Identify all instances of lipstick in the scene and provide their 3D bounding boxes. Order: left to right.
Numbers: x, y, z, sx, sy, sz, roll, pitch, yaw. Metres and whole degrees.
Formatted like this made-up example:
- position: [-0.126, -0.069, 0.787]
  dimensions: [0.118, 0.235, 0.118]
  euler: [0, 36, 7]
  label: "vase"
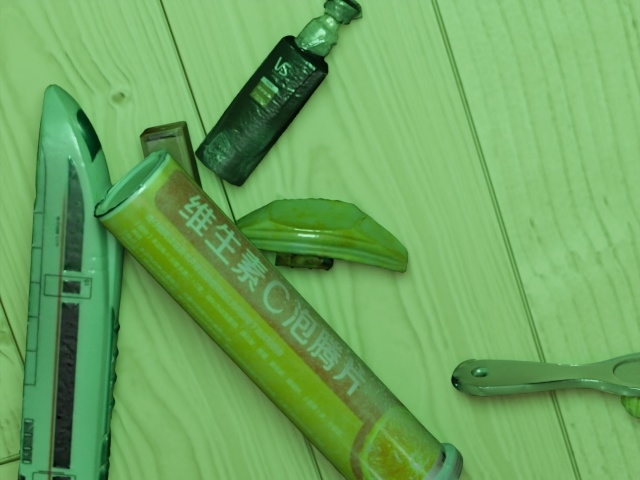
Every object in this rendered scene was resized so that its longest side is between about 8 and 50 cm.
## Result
- position: [-0.136, -0.039, 1.742]
  dimensions: [0.045, 0.045, 0.145]
  euler: [-11, 104, 4]
  label: "lipstick"

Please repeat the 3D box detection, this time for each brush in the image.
- position: [0.284, 0.148, 1.762]
  dimensions: [0.313, 0.072, 0.067]
  euler: [-1, 118, 4]
  label: "brush"

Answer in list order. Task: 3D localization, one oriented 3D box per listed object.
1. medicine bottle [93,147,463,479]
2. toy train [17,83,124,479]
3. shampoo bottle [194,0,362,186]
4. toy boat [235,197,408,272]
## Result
- position: [-0.040, 0.098, 1.711]
  dimensions: [0.108, 0.108, 0.426]
  euler: [-40, 106, 11]
  label: "medicine bottle"
- position: [-0.237, 0.053, 1.747]
  dimensions: [0.088, 0.086, 0.407]
  euler: [6, 104, 2]
  label: "toy train"
- position: [-0.035, -0.146, 1.705]
  dimensions: [0.057, 0.063, 0.208]
  euler: [40, 104, 3]
  label: "shampoo bottle"
- position: [0.000, 0.000, 1.738]
  dimensions: [0.172, 0.065, 0.066]
  euler: [6, 126, 2]
  label: "toy boat"
